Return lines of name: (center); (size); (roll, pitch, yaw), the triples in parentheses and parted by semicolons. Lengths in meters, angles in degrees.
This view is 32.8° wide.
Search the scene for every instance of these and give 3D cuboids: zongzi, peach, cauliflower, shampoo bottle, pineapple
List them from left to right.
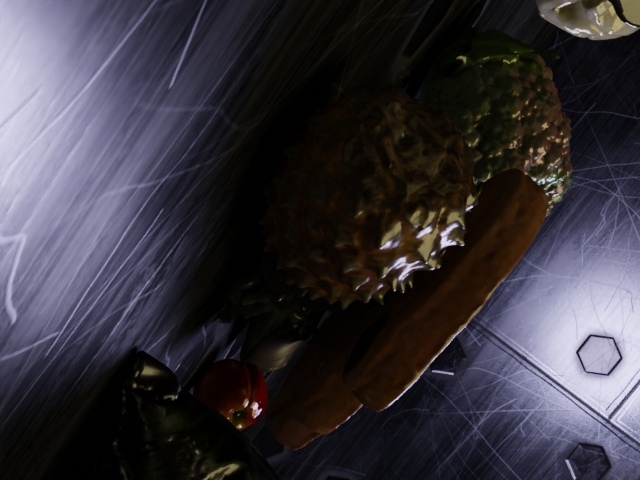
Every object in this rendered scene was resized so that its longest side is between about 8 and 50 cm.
zongzi: (-0.101, 0.323, 1.052); (0.319, 0.362, 0.383); (-28, 163, -30)
peach: (-0.118, 0.196, 1.390); (0.101, 0.101, 0.101); (-52, 173, -8)
shampoo bottle: (-0.027, 0.065, 1.328); (0.350, 0.084, 0.125); (118, -5, -57)
pineapple: (0.000, 0.000, 0.979); (0.175, 0.175, 0.361); (-48, -175, -36)
cauliflower: (0.184, -0.133, 1.377); (0.239, 0.256, 0.315); (7, 152, -32)

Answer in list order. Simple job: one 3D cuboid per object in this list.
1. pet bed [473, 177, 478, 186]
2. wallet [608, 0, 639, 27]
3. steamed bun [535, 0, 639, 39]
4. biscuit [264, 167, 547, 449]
pet bed: (0.199, -0.141, 1.556); (0.201, 0.053, 0.201); (-16, 120, -30)
wallet: (0.254, -0.306, 0.769); (0.197, 0.051, 0.377); (-35, 149, 7)
steamed bun: (0.415, -0.384, 1.477); (0.276, 0.203, 0.289); (-44, 176, -36)
biscuit: (0.083, 0.067, 1.175); (0.350, 0.078, 0.455); (-45, -179, -30)
